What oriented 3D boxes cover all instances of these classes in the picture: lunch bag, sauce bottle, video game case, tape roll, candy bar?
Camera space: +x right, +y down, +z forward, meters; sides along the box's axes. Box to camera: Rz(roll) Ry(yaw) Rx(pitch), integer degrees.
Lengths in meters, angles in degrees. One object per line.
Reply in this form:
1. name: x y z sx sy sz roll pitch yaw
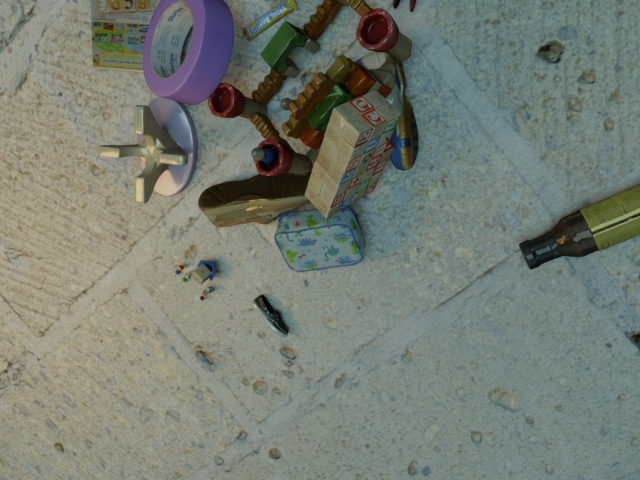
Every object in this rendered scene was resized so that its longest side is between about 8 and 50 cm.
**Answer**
1. lunch bag: 0.000 0.000 1.555 0.219 0.090 0.176 -9 134 19
2. sauce bottle: 0.640 -0.031 1.391 0.344 0.111 0.111 -24 97 20
3. video game case: -0.514 -0.563 1.609 0.227 0.026 0.206 8 106 12
4. tape roll: -0.331 -0.481 1.473 0.274 0.090 0.275 -6 81 43
5. candy bar: -0.130 -0.561 1.509 0.161 0.018 0.040 -28 96 19

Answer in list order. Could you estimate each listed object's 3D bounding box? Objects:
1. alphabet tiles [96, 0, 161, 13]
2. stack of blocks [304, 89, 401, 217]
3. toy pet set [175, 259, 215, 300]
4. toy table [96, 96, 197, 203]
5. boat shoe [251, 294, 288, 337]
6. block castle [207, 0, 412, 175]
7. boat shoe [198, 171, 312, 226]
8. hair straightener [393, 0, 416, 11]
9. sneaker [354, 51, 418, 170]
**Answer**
1. alphabet tiles: -0.519 -0.702 1.563 0.237 0.009 0.198 3 96 13
2. stack of blocks: 0.082 -0.201 1.387 0.087 0.171 0.297 48 148 18
3. toy pet set: -0.349 0.096 1.732 0.122 0.065 0.114 46 146 3
4. toy table: -0.448 -0.243 1.604 0.252 0.161 0.274 -3 104 16
5. boat shoe: -0.138 0.216 1.700 0.142 0.049 0.040 47 110 2
6. block castle: -0.039 -0.386 1.378 0.453 0.213 0.303 -47 67 22
7. boat shoe: -0.152 -0.108 1.596 0.341 0.122 0.110 -6 138 17
8. hair straightener: 0.196 -0.656 1.379 0.089 0.047 0.230 13 107 11
9. sneaker: 0.154 -0.311 1.462 0.131 0.112 0.296 -11 93 26
